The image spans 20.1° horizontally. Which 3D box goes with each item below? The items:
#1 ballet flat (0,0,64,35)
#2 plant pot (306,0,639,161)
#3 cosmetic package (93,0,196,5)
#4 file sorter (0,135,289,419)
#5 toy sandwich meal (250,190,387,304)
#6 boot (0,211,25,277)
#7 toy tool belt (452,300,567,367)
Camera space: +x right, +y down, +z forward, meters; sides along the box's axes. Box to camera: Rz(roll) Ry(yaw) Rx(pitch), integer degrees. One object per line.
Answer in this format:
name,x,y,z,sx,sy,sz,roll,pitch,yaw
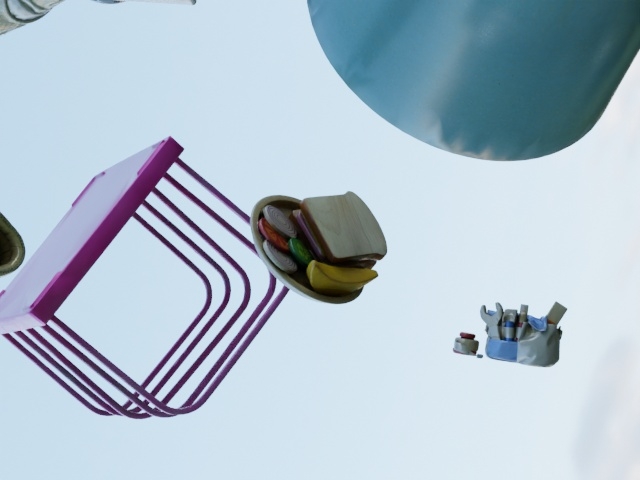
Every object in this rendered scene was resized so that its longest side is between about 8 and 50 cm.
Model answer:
ballet flat,-0.172,-0.190,1.188,0.168,0.052,0.057,-49,-39,12
plant pot,0.162,-0.249,1.490,0.293,0.293,0.235,-58,0,-37
cosmetic package,-0.220,-0.408,1.764,0.365,0.197,0.155,87,-170,-56
file sorter,-0.173,0.053,1.721,0.202,0.182,0.290,-53,13,-16
toy sandwich meal,0.000,0.000,1.005,0.029,0.085,0.085,-48,-3,33
boot,-0.390,-0.010,1.454,0.262,0.203,0.095,26,-118,-31
toy tool belt,0.146,0.067,1.394,0.052,0.083,0.051,4,-86,-80
